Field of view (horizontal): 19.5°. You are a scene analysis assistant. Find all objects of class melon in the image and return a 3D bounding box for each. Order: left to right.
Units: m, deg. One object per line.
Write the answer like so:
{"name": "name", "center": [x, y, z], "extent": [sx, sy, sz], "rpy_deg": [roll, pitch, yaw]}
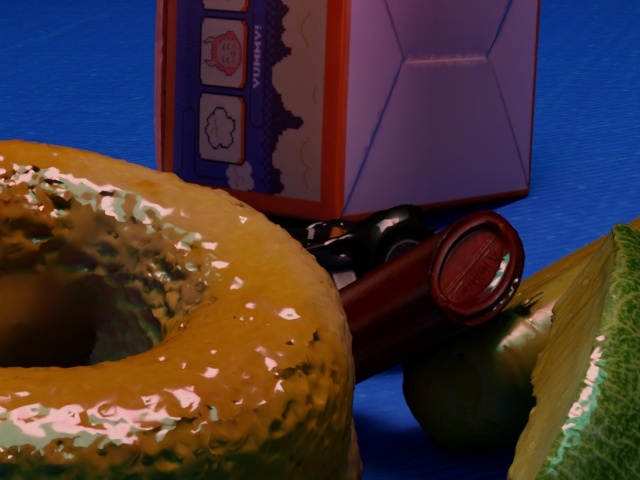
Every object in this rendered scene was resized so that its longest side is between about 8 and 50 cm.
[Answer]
{"name": "melon", "center": [0.181, 0.141, 1.104], "extent": [0.124, 0.196, 0.323], "rpy_deg": [-24, 17, 29]}

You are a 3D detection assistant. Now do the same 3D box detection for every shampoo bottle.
{"name": "shampoo bottle", "center": [0.033, 0.061, 1.324], "extent": [0.260, 0.064, 0.102], "rpy_deg": [-31, 14, 49]}

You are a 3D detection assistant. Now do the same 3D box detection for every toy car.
{"name": "toy car", "center": [-0.041, 0.043, 1.527], "extent": [0.301, 0.118, 0.193], "rpy_deg": [-11, 7, -22]}

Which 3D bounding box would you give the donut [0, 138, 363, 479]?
{"name": "donut", "center": [-0.160, 0.069, 1.180], "extent": [0.378, 0.163, 0.435], "rpy_deg": [-12, 35, -28]}

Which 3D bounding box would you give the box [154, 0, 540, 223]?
{"name": "box", "center": [0.032, -0.197, 1.938], "extent": [0.257, 0.318, 0.349], "rpy_deg": [8, 12, 38]}

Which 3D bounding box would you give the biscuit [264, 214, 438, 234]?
{"name": "biscuit", "center": [0.000, 0.000, 1.836], "extent": [0.131, 0.025, 0.231], "rpy_deg": [-17, 21, -42]}

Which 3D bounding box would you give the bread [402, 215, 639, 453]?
{"name": "bread", "center": [0.237, 0.047, 1.355], "extent": [0.384, 0.112, 0.166], "rpy_deg": [-27, 1, -23]}
